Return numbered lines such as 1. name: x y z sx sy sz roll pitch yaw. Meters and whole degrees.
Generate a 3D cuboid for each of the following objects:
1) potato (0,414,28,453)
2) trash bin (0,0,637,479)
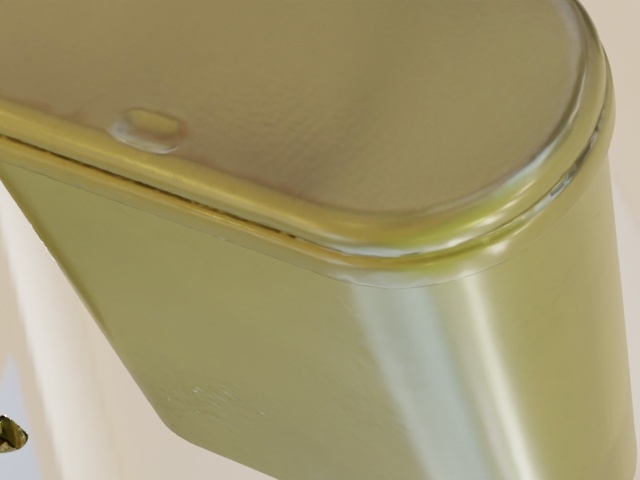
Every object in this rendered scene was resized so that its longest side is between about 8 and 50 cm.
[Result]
1. potato: -0.211 0.015 0.836 0.090 0.117 0.225 -13 -83 42
2. trash bin: 0.000 0.000 0.636 0.243 0.121 0.247 18 -28 27
